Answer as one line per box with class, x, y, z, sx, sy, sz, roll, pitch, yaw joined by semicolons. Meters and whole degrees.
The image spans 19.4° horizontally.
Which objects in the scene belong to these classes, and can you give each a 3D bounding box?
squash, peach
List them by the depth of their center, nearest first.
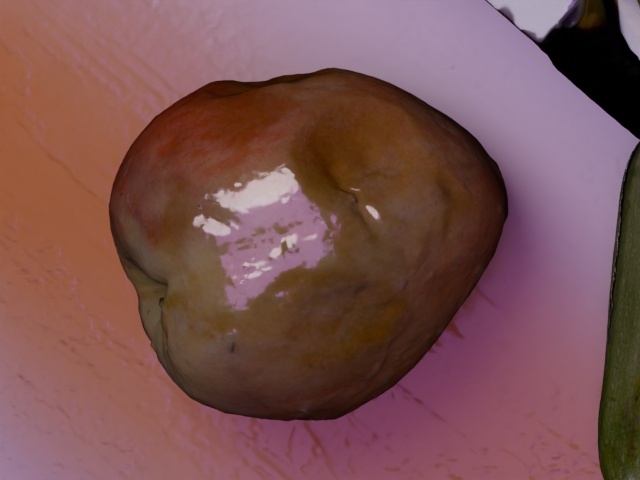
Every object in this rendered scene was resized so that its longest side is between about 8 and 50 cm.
peach;0.000;0.000;1.108;0.235;0.214;0.214;-15;92;-5
squash;0.207;0.045;1.126;0.069;0.069;0.239;5;94;11

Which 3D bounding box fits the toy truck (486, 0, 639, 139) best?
toy truck;0.178;-0.162;1.028;0.405;0.254;0.180;43;99;19
